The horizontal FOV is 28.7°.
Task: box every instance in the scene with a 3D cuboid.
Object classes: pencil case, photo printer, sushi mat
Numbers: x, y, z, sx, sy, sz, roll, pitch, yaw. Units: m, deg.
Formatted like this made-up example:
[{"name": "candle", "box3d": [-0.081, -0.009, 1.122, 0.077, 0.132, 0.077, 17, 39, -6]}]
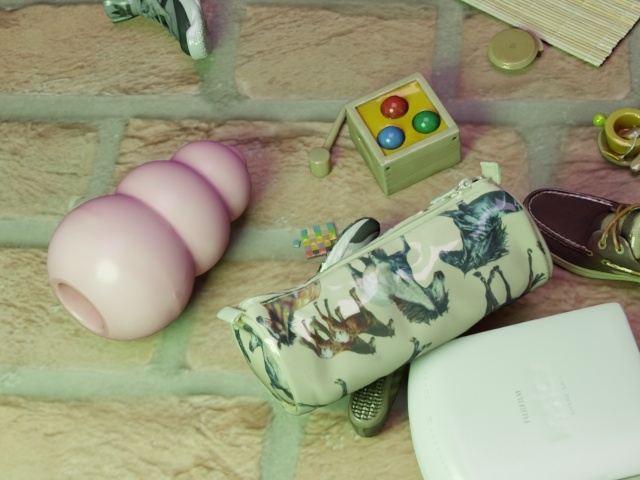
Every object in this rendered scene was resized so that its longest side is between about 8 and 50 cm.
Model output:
[{"name": "pencil case", "box3d": [0.083, 0.065, 1.585, 0.410, 0.160, 0.184, -28, 99, -13]}, {"name": "photo printer", "box3d": [0.268, 0.226, 1.582, 0.307, 0.107, 0.256, -13, 58, 0]}, {"name": "sushi mat", "box3d": [0.349, -0.390, 1.992, 0.316, 0.019, 0.151, 32, 69, 24]}]

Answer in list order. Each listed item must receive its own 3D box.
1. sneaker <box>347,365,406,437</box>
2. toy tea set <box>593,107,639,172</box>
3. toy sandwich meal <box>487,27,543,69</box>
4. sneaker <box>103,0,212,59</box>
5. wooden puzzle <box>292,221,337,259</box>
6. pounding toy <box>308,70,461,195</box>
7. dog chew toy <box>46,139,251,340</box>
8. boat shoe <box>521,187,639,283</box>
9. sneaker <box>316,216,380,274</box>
[{"name": "sneaker", "box3d": [0.080, 0.173, 1.663, 0.066, 0.071, 0.188, 18, 60, 15]}, {"name": "toy tea set", "box3d": [0.563, -0.157, 1.759, 0.336, 0.124, 0.200, 29, 67, 23]}, {"name": "toy sandwich meal", "box3d": [0.300, -0.294, 1.937, 0.085, 0.029, 0.086, -5, 62, 9]}, {"name": "sneaker", "box3d": [-0.270, -0.374, 2.029, 0.153, 0.101, 0.269, -19, 53, -2]}, {"name": "wooden puzzle", "box3d": [0.000, 0.000, 1.816, 0.083, 0.006, 0.049, -14, 58, 0]}, {"name": "pounding toy", "box3d": [0.075, -0.165, 1.853, 0.206, 0.094, 0.181, -25, 59, -7]}, {"name": "dog chew toy", "box3d": [-0.224, -0.017, 1.755, 0.206, 0.207, 0.332, 30, 60, 23]}, {"name": "boat shoe", "box3d": [0.428, -0.005, 1.688, 0.342, 0.123, 0.123, 26, 66, 21]}, {"name": "sneaker", "box3d": [0.031, 0.093, 1.714, 0.108, 0.100, 0.272, 21, 68, 5]}]
